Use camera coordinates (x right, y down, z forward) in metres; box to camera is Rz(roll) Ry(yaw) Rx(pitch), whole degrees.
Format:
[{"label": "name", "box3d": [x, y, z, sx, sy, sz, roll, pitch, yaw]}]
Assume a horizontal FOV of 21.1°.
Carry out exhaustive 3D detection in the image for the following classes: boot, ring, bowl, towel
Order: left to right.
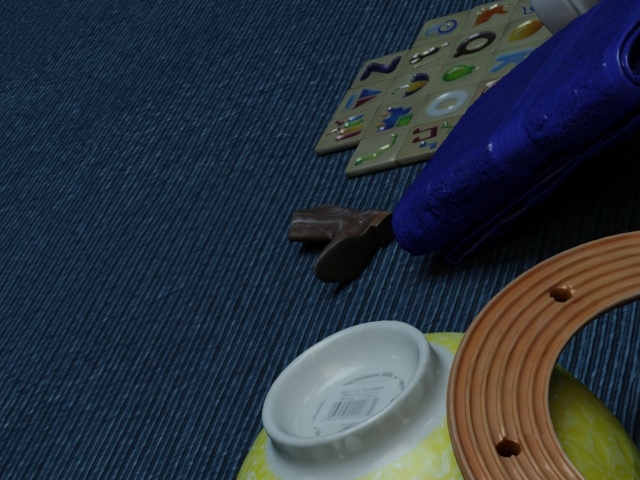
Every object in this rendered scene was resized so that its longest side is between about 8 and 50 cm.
[{"label": "boot", "box3d": [0.000, 0.000, 1.517, 0.106, 0.037, 0.114, -32, 27, -35]}, {"label": "bowl", "box3d": [0.047, 0.145, 1.092, 0.289, 0.156, 0.289, -23, 27, 13]}, {"label": "towel", "box3d": [0.200, -0.109, 1.365, 0.308, 0.076, 0.228, -37, 10, 49]}, {"label": "ring", "box3d": [0.241, 0.105, 0.993, 0.336, 0.032, 0.337, -1, 40, 1]}]

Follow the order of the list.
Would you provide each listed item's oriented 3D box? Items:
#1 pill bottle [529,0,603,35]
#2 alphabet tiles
[{"label": "pill bottle", "box3d": [0.339, -0.282, 1.462, 0.334, 0.188, 0.188, -20, 26, 42]}, {"label": "alphabet tiles", "box3d": [0.165, -0.167, 1.678, 0.342, 0.011, 0.285, -12, 31, 30]}]
